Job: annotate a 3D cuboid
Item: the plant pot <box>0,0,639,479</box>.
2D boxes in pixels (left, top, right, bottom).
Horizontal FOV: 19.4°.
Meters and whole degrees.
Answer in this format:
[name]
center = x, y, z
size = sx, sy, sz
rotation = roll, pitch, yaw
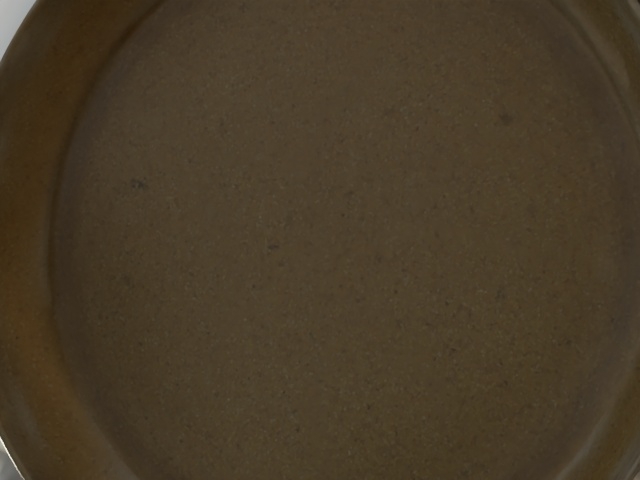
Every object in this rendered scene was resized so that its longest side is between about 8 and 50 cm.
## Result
[plant pot]
center = 0.000, 0.000, 0.561
size = 0.236, 0.236, 0.032
rotation = -61, -19, 8
